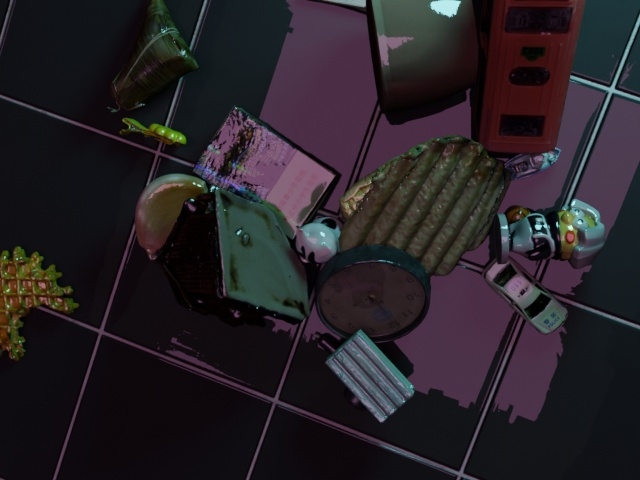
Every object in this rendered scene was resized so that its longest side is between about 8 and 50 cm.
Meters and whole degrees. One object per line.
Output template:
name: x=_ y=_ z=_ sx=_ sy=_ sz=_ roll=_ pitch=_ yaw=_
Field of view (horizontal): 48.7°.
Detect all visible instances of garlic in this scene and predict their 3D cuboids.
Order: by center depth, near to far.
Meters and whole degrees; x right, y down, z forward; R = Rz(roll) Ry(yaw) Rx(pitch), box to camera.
garlic: x=-0.355 y=-0.063 z=1.755 sx=0.228 sy=0.110 sz=0.217 roll=-34 pitch=122 yaw=3

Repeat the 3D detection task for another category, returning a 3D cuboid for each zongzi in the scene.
zongzi: x=-0.451 y=-0.466 z=1.766 sx=0.248 sy=0.111 sz=0.241 roll=-32 pitch=72 yaw=15

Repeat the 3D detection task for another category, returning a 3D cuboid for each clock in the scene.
clock: x=0.123 y=0.135 z=1.671 sx=0.281 sy=0.055 sz=0.280 roll=1 pitch=127 yaw=1

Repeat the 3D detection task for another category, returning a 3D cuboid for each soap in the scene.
soap: x=0.119 y=0.320 z=1.678 sx=0.114 sy=0.063 sz=0.198 roll=-42 pitch=90 yaw=8

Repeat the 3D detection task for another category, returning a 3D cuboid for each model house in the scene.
model house: x=-0.214 y=0.054 z=1.706 sx=0.282 sy=0.317 sz=0.297 roll=-15 pitch=62 yaw=49

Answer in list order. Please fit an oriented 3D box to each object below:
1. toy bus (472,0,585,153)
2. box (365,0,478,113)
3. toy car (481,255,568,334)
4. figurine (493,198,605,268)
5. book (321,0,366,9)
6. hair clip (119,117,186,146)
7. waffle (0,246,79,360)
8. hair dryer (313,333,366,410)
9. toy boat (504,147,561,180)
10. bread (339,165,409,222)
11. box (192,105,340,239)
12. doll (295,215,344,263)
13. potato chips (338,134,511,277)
toy bus: x=0.431 y=-0.403 z=1.486 sx=0.203 sy=0.233 sz=0.427 roll=3 pitch=134 yaw=8
box: x=0.221 y=-0.434 z=1.575 sx=0.216 sy=0.301 sz=0.301 roll=-8 pitch=93 yaw=1
toy car: x=0.488 y=0.130 z=1.678 sx=0.224 sy=0.076 sz=0.090 roll=43 pitch=97 yaw=3
figurine: x=0.523 y=-0.017 z=1.623 sx=0.236 sy=0.176 sz=0.133 roll=-2 pitch=135 yaw=7
book: x=0.107 y=-0.659 z=1.695 sx=0.264 sy=0.027 sz=0.202 roll=14 pitch=96 yaw=7
hair clip: x=-0.416 y=-0.271 z=1.785 sx=0.173 sy=0.072 sz=0.046 roll=15 pitch=99 yaw=16
waffle: x=-0.812 y=0.160 z=1.873 sx=0.293 sy=0.069 sz=0.260 roll=-43 pitch=89 yaw=8
hair dryer: x=0.061 y=0.310 z=1.763 sx=0.219 sy=0.071 sz=0.124 roll=41 pitch=98 yaw=10
toy boat: x=0.496 y=-0.184 z=1.657 sx=0.140 sy=0.066 sz=0.059 roll=-22 pitch=88 yaw=8
bread: x=0.159 y=-0.105 z=1.691 sx=0.236 sy=0.106 sz=0.140 roll=-31 pitch=88 yaw=9
box: x=-0.133 y=-0.164 z=1.740 sx=0.310 sy=0.084 sz=0.198 roll=35 pitch=99 yaw=4
doll: x=0.001 y=0.001 z=1.691 sx=0.110 sy=0.181 sz=0.107 roll=26 pitch=111 yaw=11
potato chips: x=0.244 y=-0.055 z=1.623 sx=0.358 sy=0.070 sz=0.429 roll=14 pitch=122 yaw=-26
